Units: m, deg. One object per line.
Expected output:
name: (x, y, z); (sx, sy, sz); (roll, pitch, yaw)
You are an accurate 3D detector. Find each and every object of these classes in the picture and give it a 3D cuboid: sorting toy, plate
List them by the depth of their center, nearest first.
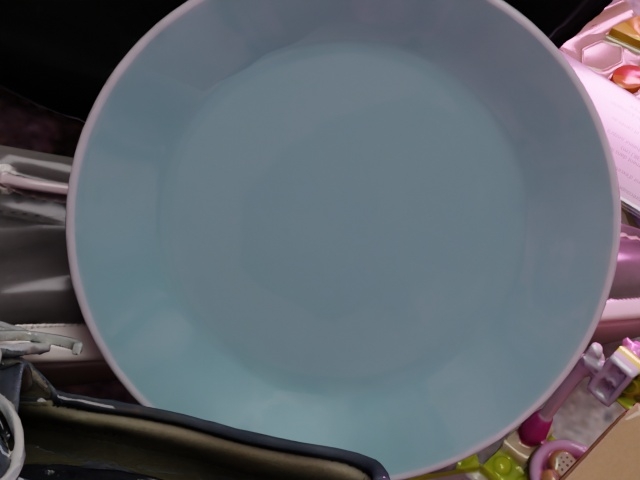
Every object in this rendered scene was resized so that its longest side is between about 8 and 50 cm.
plate: (0.008, -0.006, 0.643); (0.188, 0.188, 0.024); (20, 15, -6)
sorting toy: (0.141, -0.084, 0.915); (0.083, 0.012, 0.062); (-26, 69, -33)

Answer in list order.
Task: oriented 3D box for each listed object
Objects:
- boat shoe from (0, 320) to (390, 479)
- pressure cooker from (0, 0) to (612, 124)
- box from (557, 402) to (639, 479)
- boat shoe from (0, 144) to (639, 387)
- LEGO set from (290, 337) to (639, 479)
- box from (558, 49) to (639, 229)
boat shoe: (-0.102, 0.072, 0.610); (0.255, 0.079, 0.095); (18, 21, -1)
pressure cooker: (-0.002, -0.275, 0.755); (0.376, 0.369, 0.420); (-7, 32, 17)
box: (0.126, 0.183, 0.651); (0.201, 0.021, 0.164); (44, 85, 4)
boat shoe: (0.000, 0.000, 0.733); (0.335, 0.112, 0.095); (-3, 80, -19)
LEGO set: (0.059, 0.090, 0.703); (0.287, 0.107, 0.132); (24, 52, -3)
box: (0.162, -0.001, 0.832); (0.324, 0.063, 0.067); (31, 53, 3)
